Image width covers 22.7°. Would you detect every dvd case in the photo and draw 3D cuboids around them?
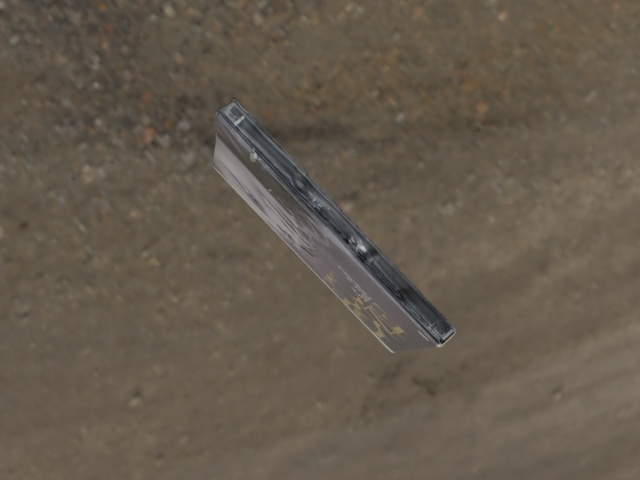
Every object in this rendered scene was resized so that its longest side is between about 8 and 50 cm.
[{"bbox_3d":[0.000,0.000,0.904,0.018,0.164,0.221,-44,179,-5],"label":"dvd case"}]
